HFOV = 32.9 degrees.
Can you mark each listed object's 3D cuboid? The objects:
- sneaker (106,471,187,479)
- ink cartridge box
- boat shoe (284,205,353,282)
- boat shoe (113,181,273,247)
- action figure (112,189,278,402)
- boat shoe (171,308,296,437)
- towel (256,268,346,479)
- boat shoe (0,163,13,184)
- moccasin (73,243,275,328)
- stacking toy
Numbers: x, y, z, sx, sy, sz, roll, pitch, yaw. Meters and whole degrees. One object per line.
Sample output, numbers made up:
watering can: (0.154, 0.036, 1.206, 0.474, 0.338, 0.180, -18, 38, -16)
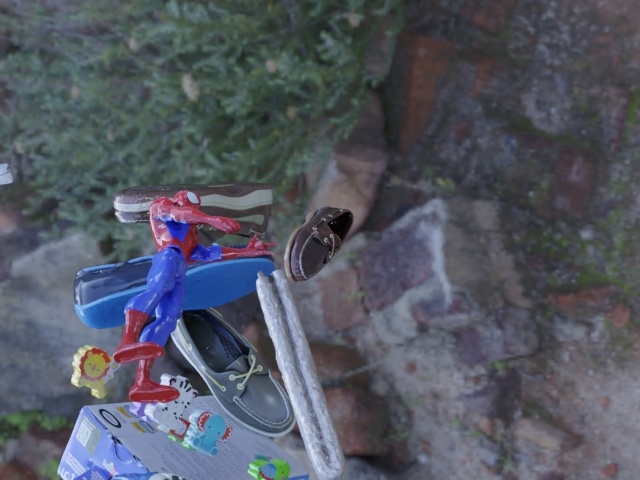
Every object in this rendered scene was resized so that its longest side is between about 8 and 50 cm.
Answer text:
sneaker: (-0.253, 0.474, 1.492, 0.147, 0.130, 0.330, 4, 93, 32)
ink cartridge box: (-0.257, 0.403, 1.869, 0.270, 0.395, 0.151, 34, 107, 36)
boat shoe: (0.000, 0.000, 1.780, 0.207, 0.073, 0.073, -62, -37, -55)
boat shoe: (-0.156, -0.025, 1.414, 0.095, 0.257, 0.095, 8, 100, 43)
action figure: (-0.119, 0.033, 1.104, 0.280, 0.139, 0.091, -92, -6, -51)
boat shoe: (-0.160, 0.231, 1.968, 0.305, 0.109, 0.091, 45, 157, 13)
towel: (-0.026, 0.183, 1.414, 0.187, 0.049, 0.282, 81, 171, -74)
boat shoe: (-0.522, -0.089, 1.668, 0.035, 0.100, 0.035, -103, -2, -63)
moccasin: (-0.250, 0.046, 1.833, 0.138, 0.342, 0.117, 101, 153, -48)
stacking toy: (-0.148, 0.191, 1.181, 0.167, 0.221, 0.052, 10, 67, 48)
